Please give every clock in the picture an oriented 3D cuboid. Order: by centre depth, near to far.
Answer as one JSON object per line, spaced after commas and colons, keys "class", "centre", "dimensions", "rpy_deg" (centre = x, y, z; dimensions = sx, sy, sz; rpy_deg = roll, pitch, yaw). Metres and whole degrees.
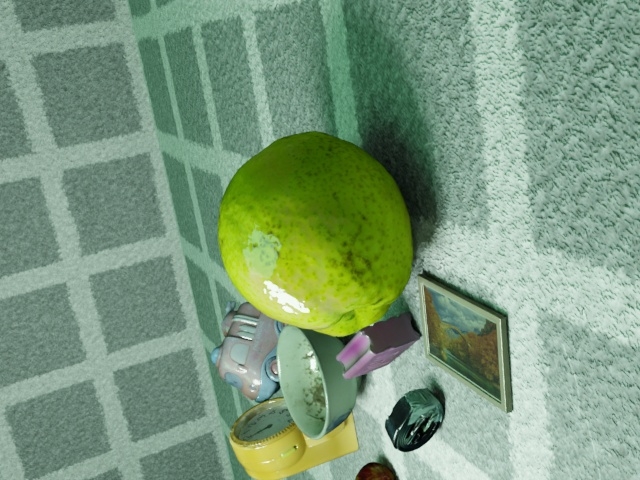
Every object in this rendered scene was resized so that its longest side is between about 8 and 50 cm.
{"class": "clock", "centre": [-0.084, 0.527, 1.928], "dimensions": [0.244, 0.316, 0.201], "rpy_deg": [10, 121, 65]}

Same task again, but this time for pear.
{"class": "pear", "centre": [0.000, 0.000, 1.314], "dimensions": [0.391, 0.390, 0.391], "rpy_deg": [48, 147, 47]}

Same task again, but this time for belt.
{"class": "belt", "centre": [0.191, 0.364, 1.418], "dimensions": [0.058, 0.105, 0.140], "rpy_deg": [52, 124, 51]}

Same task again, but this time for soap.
{"class": "soap", "centre": [0.117, 0.225, 1.485], "dimensions": [0.066, 0.122, 0.203], "rpy_deg": [67, 158, 18]}

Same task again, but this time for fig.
{"class": "fig", "centre": [0.129, 0.615, 1.753], "dimensions": [0.155, 0.103, 0.109], "rpy_deg": [121, 152, -51]}

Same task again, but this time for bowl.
{"class": "bowl", "centre": [0.012, 0.340, 1.772], "dimensions": [0.289, 0.146, 0.290], "rpy_deg": [34, 129, 56]}

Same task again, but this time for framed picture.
{"class": "framed picture", "centre": [0.254, 0.177, 1.263], "dimensions": [0.250, 0.016, 0.184], "rpy_deg": [31, 133, 60]}

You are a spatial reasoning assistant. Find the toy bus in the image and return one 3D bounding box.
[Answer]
{"class": "toy bus", "centre": [-0.198, 0.319, 2.084], "dimensions": [0.197, 0.231, 0.294], "rpy_deg": [116, 170, -64]}
